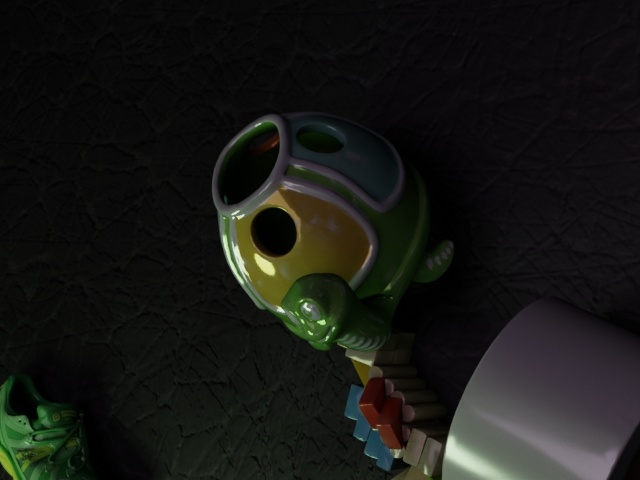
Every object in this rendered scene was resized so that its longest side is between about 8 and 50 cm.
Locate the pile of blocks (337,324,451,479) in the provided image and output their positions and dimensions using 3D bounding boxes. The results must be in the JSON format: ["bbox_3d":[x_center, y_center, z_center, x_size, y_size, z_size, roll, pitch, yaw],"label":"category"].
[{"bbox_3d":[0.092,0.245,1.494,0.149,0.112,0.362,-41,66,24],"label":"pile of blocks"}]

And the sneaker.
[{"bbox_3d":[-0.376,0.293,1.798,0.295,0.109,0.123,37,110,30],"label":"sneaker"}]

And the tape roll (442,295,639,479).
[{"bbox_3d":[0.261,0.199,1.310,0.169,0.246,0.246,27,101,32],"label":"tape roll"}]

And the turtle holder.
[{"bbox_3d":[-0.012,-0.001,1.454,0.243,0.227,0.320,-17,46,41],"label":"turtle holder"}]
